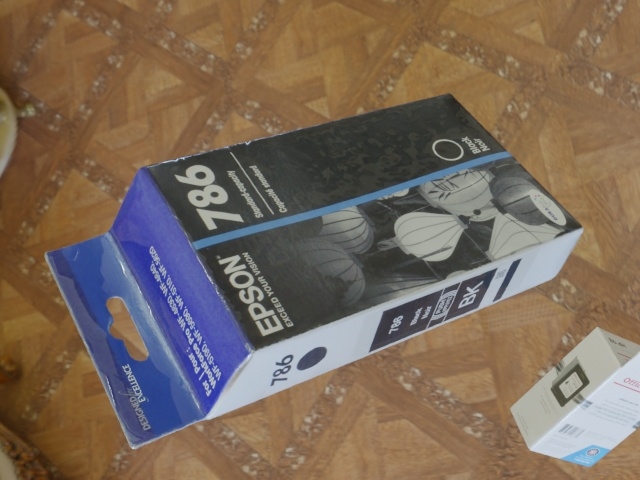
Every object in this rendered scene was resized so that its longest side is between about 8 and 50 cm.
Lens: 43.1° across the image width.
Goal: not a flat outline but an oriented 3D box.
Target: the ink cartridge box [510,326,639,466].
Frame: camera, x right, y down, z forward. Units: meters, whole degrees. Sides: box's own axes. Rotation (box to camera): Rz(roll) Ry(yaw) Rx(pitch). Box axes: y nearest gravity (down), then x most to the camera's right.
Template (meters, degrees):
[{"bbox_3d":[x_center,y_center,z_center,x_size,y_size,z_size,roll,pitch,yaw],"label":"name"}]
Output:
[{"bbox_3d":[0.309,0.162,0.878,0.180,0.104,0.060,-52,32,27],"label":"ink cartridge box"}]

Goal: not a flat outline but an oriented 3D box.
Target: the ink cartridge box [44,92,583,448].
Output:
[{"bbox_3d":[0.000,0.000,0.548,0.333,0.065,0.165,-20,56,-26],"label":"ink cartridge box"}]
